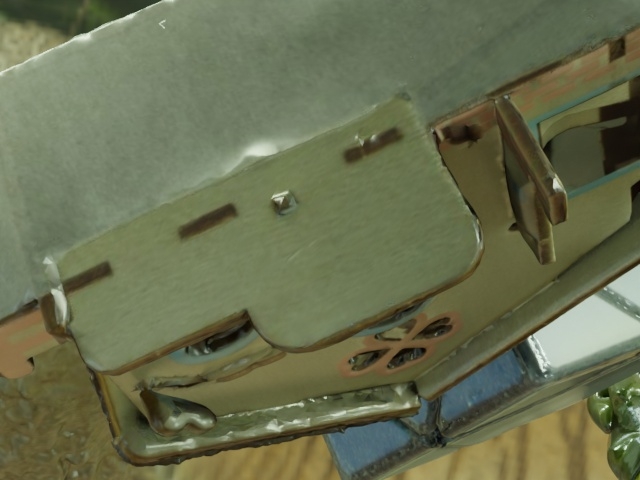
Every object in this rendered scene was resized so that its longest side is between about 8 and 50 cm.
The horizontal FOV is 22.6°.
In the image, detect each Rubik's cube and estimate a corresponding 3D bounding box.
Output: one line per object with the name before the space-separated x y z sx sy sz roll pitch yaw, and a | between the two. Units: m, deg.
Rubik's cube | 0.101 0.003 0.944 0.207 0.205 0.205 -13 -16 -37

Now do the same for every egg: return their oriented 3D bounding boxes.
egg | -0.202 0.040 1.141 0.279 0.310 0.279 11 12 -2

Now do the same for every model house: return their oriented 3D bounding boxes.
model house | 0.000 0.000 0.687 0.326 0.169 0.244 -24 -23 -1

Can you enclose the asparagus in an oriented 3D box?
asparagus | 0.242 0.121 1.210 0.080 0.080 0.287 9 21 -5
